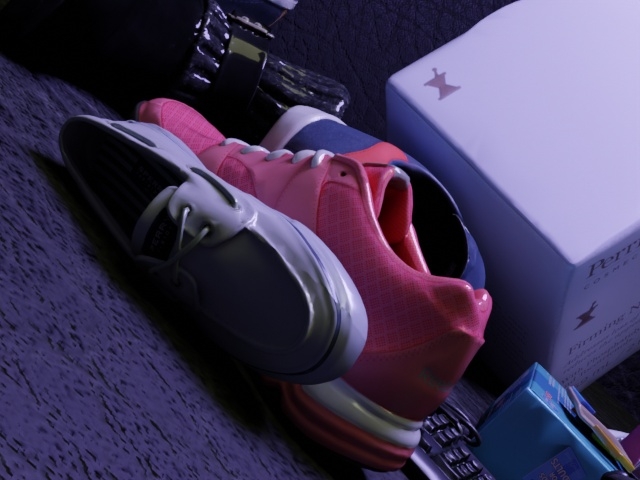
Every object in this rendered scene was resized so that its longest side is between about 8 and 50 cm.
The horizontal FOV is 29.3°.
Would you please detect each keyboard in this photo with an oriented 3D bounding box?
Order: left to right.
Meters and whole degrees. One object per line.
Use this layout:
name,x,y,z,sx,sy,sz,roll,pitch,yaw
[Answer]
keyboard,0.030,0.083,0.910,0.317,0.033,0.201,48,8,17

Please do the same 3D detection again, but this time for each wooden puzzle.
wooden puzzle,0.237,0.162,1.051,0.078,0.014,0.116,49,8,3

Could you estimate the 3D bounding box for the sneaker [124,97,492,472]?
sneaker,-0.007,-0.008,0.753,0.116,0.136,0.314,25,20,-53

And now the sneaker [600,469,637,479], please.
sneaker,0.203,0.205,0.810,0.135,0.097,0.276,47,9,2

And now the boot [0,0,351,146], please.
boot,-0.100,-0.143,0.995,0.260,0.131,0.348,40,7,-5

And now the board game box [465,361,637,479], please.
board game box,0.280,0.263,1.085,0.336,0.079,0.254,46,8,9

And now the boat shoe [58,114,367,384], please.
boat shoe,-0.072,0.003,0.669,0.226,0.083,0.076,36,12,37

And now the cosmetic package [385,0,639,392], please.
cosmetic package,0.301,-0.055,1.510,0.327,0.329,0.393,49,-18,29

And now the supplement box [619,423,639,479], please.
supplement box,0.366,0.220,1.071,0.188,0.104,0.081,44,7,-1

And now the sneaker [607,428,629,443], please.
sneaker,0.331,0.271,1.345,0.129,0.111,0.297,30,-8,40

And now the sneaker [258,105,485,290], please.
sneaker,0.079,0.017,1.037,0.148,0.131,0.350,31,-1,37

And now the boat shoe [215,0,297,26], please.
boat shoe,-0.237,-0.313,1.209,0.500,0.156,0.187,23,25,-40
